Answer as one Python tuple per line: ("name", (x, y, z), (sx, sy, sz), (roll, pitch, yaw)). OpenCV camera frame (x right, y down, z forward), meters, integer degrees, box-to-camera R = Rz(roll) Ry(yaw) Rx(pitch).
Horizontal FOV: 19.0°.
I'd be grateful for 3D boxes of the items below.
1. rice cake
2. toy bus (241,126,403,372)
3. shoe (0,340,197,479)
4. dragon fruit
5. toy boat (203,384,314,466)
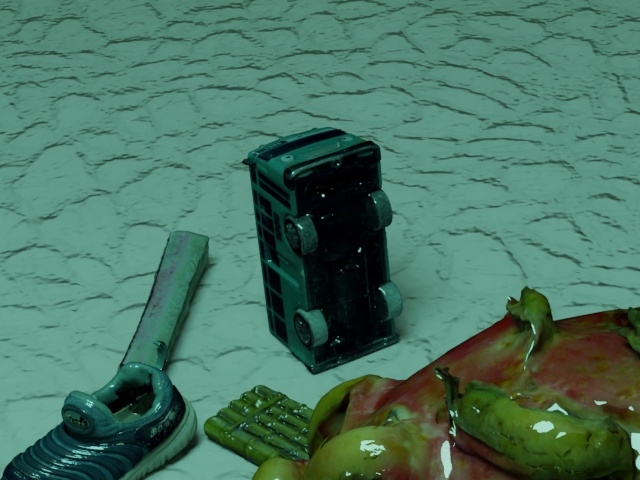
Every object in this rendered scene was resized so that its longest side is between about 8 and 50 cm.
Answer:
("rice cake", (-0.117, 0.055, 1.401), (0.033, 0.033, 0.207), (9, 33, 5))
("toy bus", (0.000, 0.000, 1.351), (0.079, 0.160, 0.092), (-20, 31, -23))
("shoe", (-0.145, 0.126, 1.246), (0.143, 0.071, 0.064), (-30, 38, -29))
("dragon fruit", (0.109, 0.151, 0.990), (0.291, 0.269, 0.250), (4, 22, 9))
("toy boat", (-0.018, 0.131, 1.270), (0.115, 0.016, 0.063), (22, 40, 37))
